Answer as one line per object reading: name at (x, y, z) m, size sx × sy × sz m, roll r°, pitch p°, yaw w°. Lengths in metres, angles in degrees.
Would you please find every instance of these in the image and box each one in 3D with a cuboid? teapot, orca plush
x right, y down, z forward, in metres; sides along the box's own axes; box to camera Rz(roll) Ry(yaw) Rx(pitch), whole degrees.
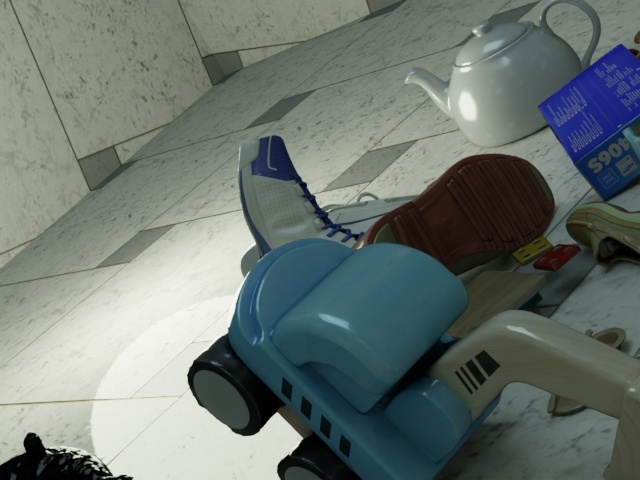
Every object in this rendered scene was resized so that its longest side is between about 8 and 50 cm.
teapot at (0.321, -0.291, 2.501) m, size 0.256 × 0.187 × 0.252 m, roll -36°, pitch 17°, yaw -21°
orca plush at (-0.393, 0.324, 2.070) m, size 0.151 × 0.102 × 0.287 m, roll -39°, pitch 18°, yaw -26°

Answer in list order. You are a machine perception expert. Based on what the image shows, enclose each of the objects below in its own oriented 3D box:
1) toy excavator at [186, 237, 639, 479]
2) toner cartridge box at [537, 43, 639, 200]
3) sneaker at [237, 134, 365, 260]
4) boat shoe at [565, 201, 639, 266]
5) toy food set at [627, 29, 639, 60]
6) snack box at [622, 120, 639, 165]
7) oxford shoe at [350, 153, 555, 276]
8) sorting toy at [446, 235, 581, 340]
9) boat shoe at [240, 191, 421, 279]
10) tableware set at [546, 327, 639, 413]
toy excavator at (0.117, 0.130, 1.473) m, size 0.222 × 0.433 × 0.445 m, roll -41°, pitch -9°, yaw -34°
toner cartridge box at (0.425, -0.179, 2.140) m, size 0.165 × 0.075 × 0.348 m, roll -38°, pitch 14°, yaw 12°
sneaker at (0.000, 0.001, 2.088) m, size 0.182 × 0.316 × 0.127 m, roll -14°, pitch -8°, yaw 12°
boat shoe at (0.355, -0.001, 1.802) m, size 0.072 × 0.068 × 0.190 m, roll -48°, pitch 21°, yaw -16°
toy food set at (0.534, -0.300, 2.356) m, size 0.128 × 0.071 × 0.218 m, roll -33°, pitch 16°, yaw -8°
snack box at (0.520, -0.115, 1.620) m, size 0.322 × 0.187 × 0.060 m, roll -28°, pitch 16°, yaw 6°
oxford shoe at (0.161, -0.011, 1.987) m, size 0.397 × 0.140 × 0.146 m, roll -21°, pitch -11°, yaw -40°
sorting toy at (0.209, 0.089, 1.810) m, size 0.274 × 0.046 × 0.132 m, roll -38°, pitch 17°, yaw -22°
boat shoe at (0.056, -0.009, 2.218) m, size 0.367 × 0.136 × 0.156 m, roll -16°, pitch 21°, yaw 32°
tableware set at (0.318, 0.128, 1.551) m, size 0.168 × 0.020 × 0.141 m, roll -17°, pitch 20°, yaw 39°
